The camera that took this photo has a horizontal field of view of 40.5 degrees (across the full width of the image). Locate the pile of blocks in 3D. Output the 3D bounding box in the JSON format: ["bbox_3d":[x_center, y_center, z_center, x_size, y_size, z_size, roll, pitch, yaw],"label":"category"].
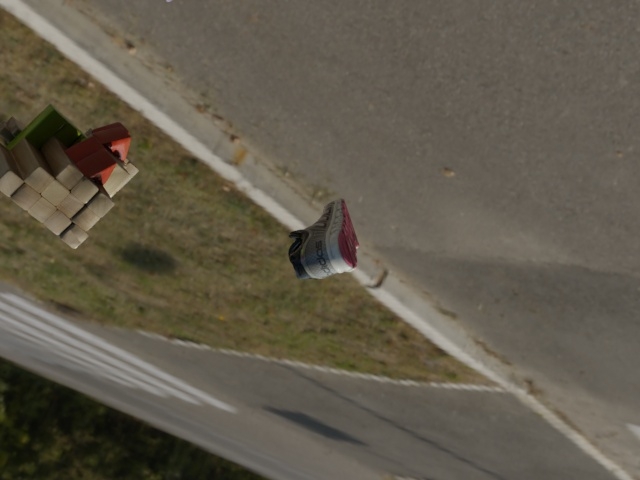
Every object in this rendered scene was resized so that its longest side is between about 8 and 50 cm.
[{"bbox_3d":[-0.279,-0.103,0.977,0.149,0.112,0.362,46,179,-14],"label":"pile of blocks"}]

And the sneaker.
[{"bbox_3d":[0.000,0.000,0.972,0.075,0.063,0.170,-18,-163,9],"label":"sneaker"}]
